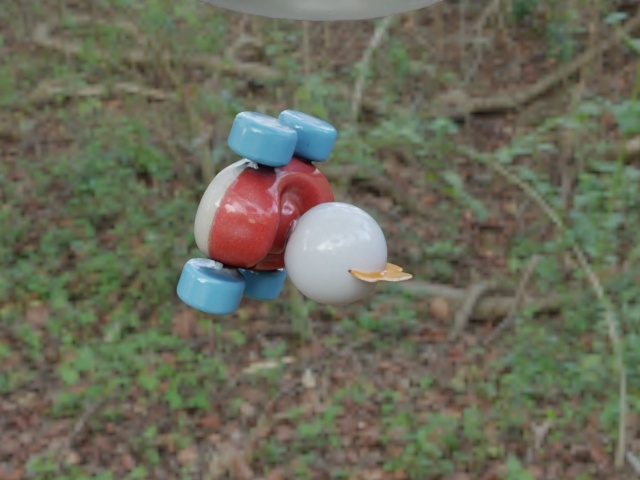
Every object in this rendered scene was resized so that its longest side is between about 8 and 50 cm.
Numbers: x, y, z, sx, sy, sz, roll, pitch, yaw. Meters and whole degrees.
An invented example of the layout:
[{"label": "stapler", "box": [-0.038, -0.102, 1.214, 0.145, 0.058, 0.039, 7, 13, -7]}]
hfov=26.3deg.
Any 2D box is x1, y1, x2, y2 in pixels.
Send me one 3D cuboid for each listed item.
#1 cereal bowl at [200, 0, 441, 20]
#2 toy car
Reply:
[{"label": "cereal bowl", "box": [-0.009, -0.330, 1.294, 0.339, 0.141, 0.339, 1, -12, 0]}, {"label": "toy car", "box": [0.000, 0.000, 1.520, 0.238, 0.219, 0.210, 26, 15, 19]}]
